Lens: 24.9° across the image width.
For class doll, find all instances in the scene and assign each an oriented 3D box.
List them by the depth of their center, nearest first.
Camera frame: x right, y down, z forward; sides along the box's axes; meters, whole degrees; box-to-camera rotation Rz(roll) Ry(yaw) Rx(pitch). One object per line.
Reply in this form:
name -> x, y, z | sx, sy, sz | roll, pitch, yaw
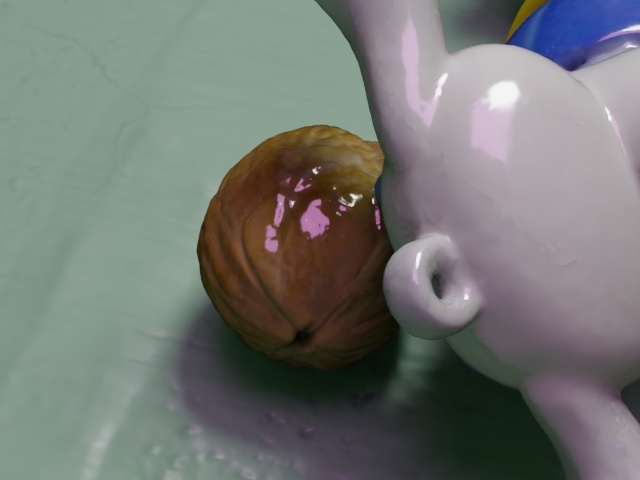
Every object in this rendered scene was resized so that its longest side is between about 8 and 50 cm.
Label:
doll -> 0.130, 0.000, 0.583 | 0.159, 0.242, 0.311 | -20, 76, 27

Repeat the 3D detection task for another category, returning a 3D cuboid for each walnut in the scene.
walnut -> 0.000, 0.000, 0.637 | 0.105, 0.105, 0.124 | 12, 46, 11
